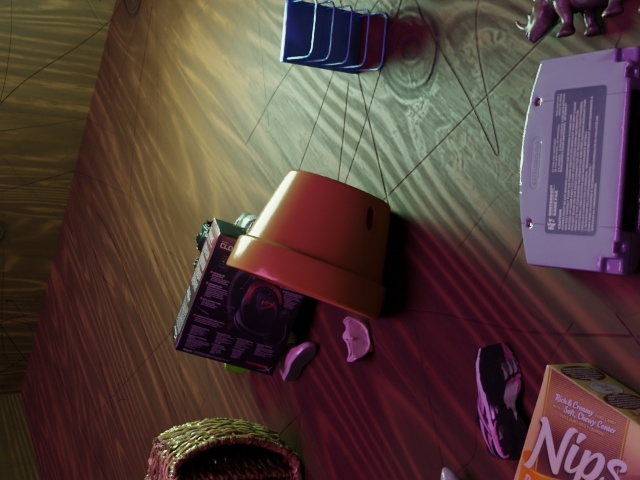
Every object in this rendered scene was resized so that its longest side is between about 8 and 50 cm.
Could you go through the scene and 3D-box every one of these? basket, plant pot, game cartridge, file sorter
[{"bbox_3d":[-0.181,0.498,1.940,0.223,0.299,0.213,39,119,57],"label":"basket"},{"bbox_3d":[0.000,0.000,1.726,0.291,0.291,0.203,14,84,59],"label":"plant pot"},{"bbox_3d":[0.358,-0.107,1.321,0.198,0.062,0.297,7,93,64],"label":"game cartridge"},{"bbox_3d":[0.027,-0.384,1.796,0.104,0.170,0.118,10,96,57],"label":"file sorter"}]

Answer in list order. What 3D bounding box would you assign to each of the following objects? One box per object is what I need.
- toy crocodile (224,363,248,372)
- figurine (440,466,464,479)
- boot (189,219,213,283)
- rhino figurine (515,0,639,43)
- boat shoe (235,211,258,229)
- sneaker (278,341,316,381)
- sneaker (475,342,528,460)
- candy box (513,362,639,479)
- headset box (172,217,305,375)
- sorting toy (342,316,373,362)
[{"bbox_3d":[-0.145,0.151,2.118,0.341,0.105,0.115,-67,29,22],"label":"toy crocodile"},{"bbox_3d":[0.224,0.478,1.467,0.209,0.092,0.215,30,112,61],"label":"figurine"},{"bbox_3d":[-0.250,0.086,2.295,0.246,0.094,0.207,-124,43,-54],"label":"boot"},{"bbox_3d":[0.355,-0.336,1.328,0.243,0.073,0.106,-12,81,60],"label":"rhino figurine"},{"bbox_3d":[-0.182,0.044,2.211,0.070,0.077,0.219,28,103,56],"label":"boat shoe"},{"bbox_3d":[-0.056,0.232,1.995,0.134,0.051,0.070,-59,45,45],"label":"sneaker"},{"bbox_3d":[0.258,0.245,1.446,0.077,0.072,0.178,133,138,-62],"label":"sneaker"},{"bbox_3d":[0.389,0.302,1.193,0.316,0.087,0.183,36,118,56],"label":"candy box"},{"bbox_3d":[-0.151,0.103,1.960,0.110,0.218,0.293,-122,51,-67],"label":"headset box"},{"bbox_3d":[0.062,0.194,1.812,0.075,0.045,0.083,133,131,-57],"label":"sorting toy"}]
